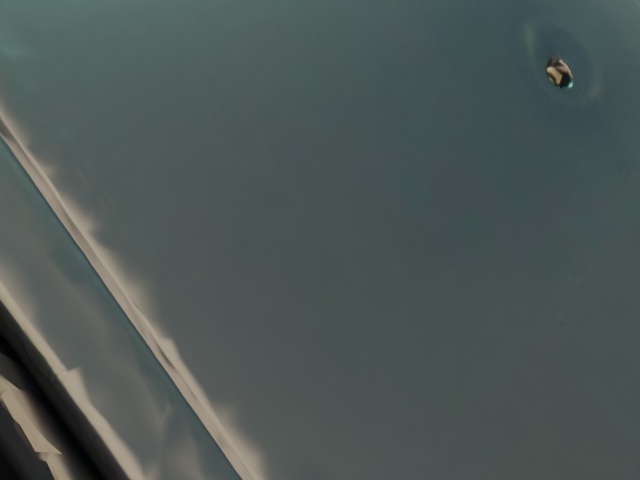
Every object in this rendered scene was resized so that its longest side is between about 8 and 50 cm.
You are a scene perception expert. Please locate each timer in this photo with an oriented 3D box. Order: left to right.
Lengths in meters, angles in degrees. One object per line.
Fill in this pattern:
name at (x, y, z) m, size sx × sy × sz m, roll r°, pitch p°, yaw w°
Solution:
timer at (0.000, 0.000, 0.550) m, size 0.395 × 0.173 × 0.395 m, roll 14°, pitch 62°, yaw -28°
